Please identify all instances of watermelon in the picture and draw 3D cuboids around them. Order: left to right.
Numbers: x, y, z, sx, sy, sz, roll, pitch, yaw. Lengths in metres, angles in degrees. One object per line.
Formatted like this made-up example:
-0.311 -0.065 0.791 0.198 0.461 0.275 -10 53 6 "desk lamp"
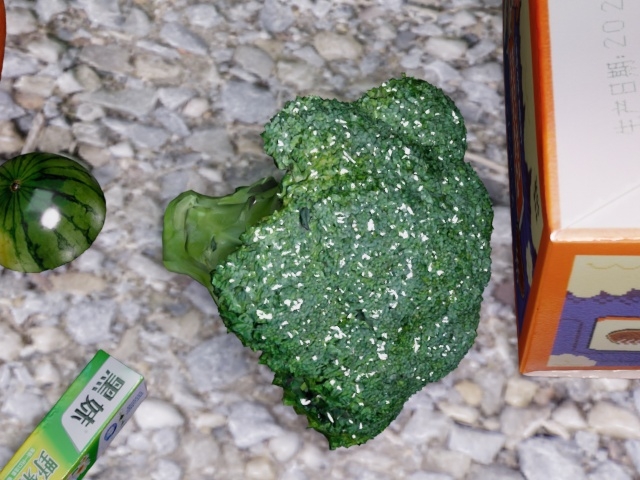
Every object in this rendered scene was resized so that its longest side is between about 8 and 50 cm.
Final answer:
-0.221 -0.029 1.405 0.105 0.062 0.105 -4 57 6 "watermelon"

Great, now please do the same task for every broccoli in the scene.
0.000 0.000 1.315 0.269 0.254 0.269 -16 40 14 "broccoli"

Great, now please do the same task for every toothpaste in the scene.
-0.197 0.162 1.322 0.043 0.037 0.178 31 68 17 "toothpaste"

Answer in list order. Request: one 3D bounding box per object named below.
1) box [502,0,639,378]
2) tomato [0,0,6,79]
0.301 -0.099 1.325 0.318 0.257 0.349 -2 64 2 "box"
-0.412 -0.169 1.361 0.341 0.273 0.341 0 64 1 "tomato"
